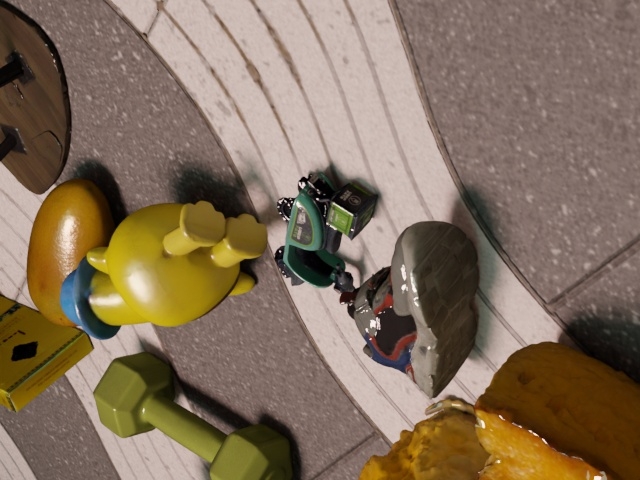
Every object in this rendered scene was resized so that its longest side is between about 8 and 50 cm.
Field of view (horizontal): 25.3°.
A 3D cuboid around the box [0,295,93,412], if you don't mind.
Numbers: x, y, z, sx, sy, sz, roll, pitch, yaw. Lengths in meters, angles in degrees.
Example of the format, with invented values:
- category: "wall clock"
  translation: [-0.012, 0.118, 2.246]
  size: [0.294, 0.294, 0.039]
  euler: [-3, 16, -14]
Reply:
- category: "box"
  translation: [-0.487, 0.158, 2.150]
  size: [0.279, 0.153, 0.041]
  euler: [18, 135, 41]

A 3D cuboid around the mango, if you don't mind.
- category: "mango"
  translation: [-0.314, 0.019, 1.847]
  size: [0.138, 0.113, 0.253]
  euler: [42, 139, 21]

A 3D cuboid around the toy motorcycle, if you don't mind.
- category: "toy motorcycle"
  translation: [0.000, 0.000, 1.495]
  size: [0.100, 0.058, 0.173]
  euler: [33, 142, 17]

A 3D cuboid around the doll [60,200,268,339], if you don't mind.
- category: "doll"
  translation: [-0.186, 0.045, 1.674]
  size: [0.199, 0.145, 0.363]
  euler: [19, 155, -25]

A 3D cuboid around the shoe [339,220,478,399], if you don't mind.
- category: "shoe"
  translation: [0.083, 0.054, 1.405]
  size: [0.125, 0.099, 0.227]
  euler: [25, 144, 30]

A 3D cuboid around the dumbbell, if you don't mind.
- category: "dumbbell"
  translation: [-0.172, 0.256, 1.907]
  size: [0.302, 0.121, 0.108]
  euler: [26, 112, 32]

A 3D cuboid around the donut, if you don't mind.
- category: "donut"
  translation: [0.237, 0.294, 1.405]
  size: [0.377, 0.163, 0.435]
  euler: [50, 145, -1]

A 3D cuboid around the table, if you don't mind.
- category: "table"
  translation: [-0.486, -0.147, 1.760]
  size: [0.317, 0.249, 0.317]
  euler: [31, 143, 28]
